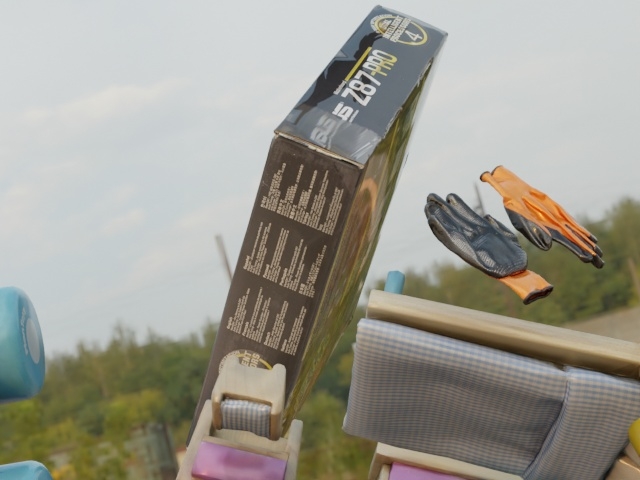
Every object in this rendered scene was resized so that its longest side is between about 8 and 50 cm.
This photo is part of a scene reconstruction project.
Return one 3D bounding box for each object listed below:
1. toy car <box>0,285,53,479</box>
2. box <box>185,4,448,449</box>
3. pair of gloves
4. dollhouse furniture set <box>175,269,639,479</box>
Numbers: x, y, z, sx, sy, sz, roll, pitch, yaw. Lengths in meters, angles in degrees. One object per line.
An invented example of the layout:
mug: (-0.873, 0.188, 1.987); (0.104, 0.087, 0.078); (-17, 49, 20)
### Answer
toy car: (-0.282, 0.112, 0.713); (0.219, 0.210, 0.238); (-9, -14, 1)
box: (0.000, 0.000, 1.315); (0.318, 0.097, 0.395); (-60, -10, -54)
pair of gloves: (0.091, -0.003, 0.612); (0.083, 0.074, 0.010); (-23, -34, -44)
dollhouse furniture set: (0.047, 0.160, 0.721); (0.286, 0.198, 0.303); (12, -33, 2)
